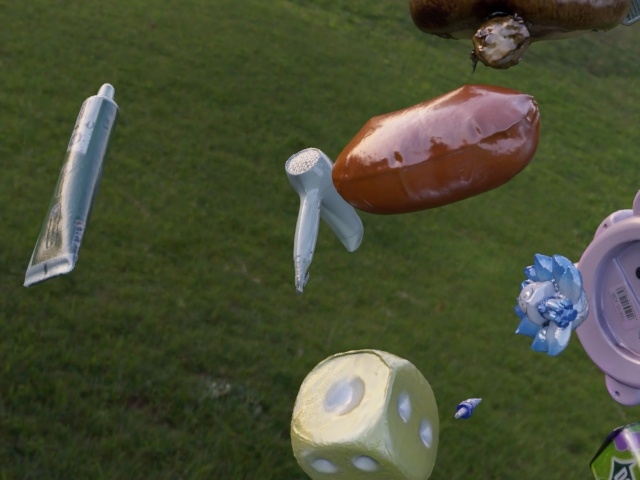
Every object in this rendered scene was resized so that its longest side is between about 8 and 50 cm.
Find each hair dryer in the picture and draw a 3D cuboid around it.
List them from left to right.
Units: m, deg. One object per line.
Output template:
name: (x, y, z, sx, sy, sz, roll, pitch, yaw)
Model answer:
hair dryer: (0.000, 0.000, 1.525, 0.075, 0.206, 0.237, -9, 47, 27)

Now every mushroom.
mushroom: (0.263, -0.331, 1.308, 0.297, 0.163, 0.278, 2, 26, 25)

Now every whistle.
whistle: (0.265, 0.304, 1.758, 0.083, 0.033, 0.029, -21, 79, -57)

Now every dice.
dice: (0.069, 0.273, 1.431, 0.166, 0.169, 0.169, -10, 45, 31)

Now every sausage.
sausage: (0.133, -0.101, 1.139, 0.258, 0.133, 0.133, -15, 24, 27)

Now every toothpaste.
toothpaste: (-0.362, -0.097, 1.473, 0.061, 0.099, 0.392, 44, 39, -39)

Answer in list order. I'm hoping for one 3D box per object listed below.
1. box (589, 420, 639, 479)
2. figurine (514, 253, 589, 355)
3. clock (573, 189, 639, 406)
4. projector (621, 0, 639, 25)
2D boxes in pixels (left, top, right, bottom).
box: (0.469, 0.417, 1.304, 0.097, 0.134, 0.345, 9, 42, -19)
figurine: (0.247, 0.065, 1.071, 0.079, 0.114, 0.114, -3, 41, -25)
clock: (0.505, 0.086, 1.442, 0.113, 0.322, 0.295, -12, 67, -29)
projector: (0.559, -0.486, 1.634, 0.269, 0.088, 0.193, -43, 45, -6)
